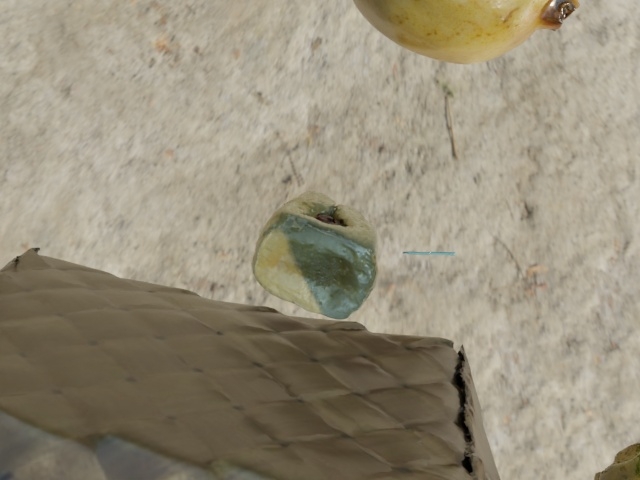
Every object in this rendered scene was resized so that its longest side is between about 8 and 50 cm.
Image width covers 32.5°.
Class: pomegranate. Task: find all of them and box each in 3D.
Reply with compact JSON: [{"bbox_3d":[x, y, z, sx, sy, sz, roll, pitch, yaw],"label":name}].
[{"bbox_3d":[0.151,-0.305,1.122,0.264,0.264,0.264,1,112,3],"label":"pomegranate"}]

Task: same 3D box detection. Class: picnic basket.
[{"bbox_3d":[-0.079,0.197,0.567,0.337,0.293,0.337,1,103,5],"label":"picnic basket"}]

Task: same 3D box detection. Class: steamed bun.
[{"bbox_3d":[0.000,0.000,1.508,0.172,0.155,0.140,22,124,-8],"label":"steamed bun"}]

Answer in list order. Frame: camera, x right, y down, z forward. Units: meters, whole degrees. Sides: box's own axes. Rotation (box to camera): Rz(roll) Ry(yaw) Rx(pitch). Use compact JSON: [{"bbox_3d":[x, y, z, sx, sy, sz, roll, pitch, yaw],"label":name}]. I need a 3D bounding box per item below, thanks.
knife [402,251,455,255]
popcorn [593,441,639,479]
[{"bbox_3d":[0.186,0.022,1.886,0.091,0.014,0.005,2,77,5],"label":"knife"},{"bbox_3d":[0.243,0.221,0.754,0.142,0.173,0.173,28,111,7],"label":"popcorn"}]
